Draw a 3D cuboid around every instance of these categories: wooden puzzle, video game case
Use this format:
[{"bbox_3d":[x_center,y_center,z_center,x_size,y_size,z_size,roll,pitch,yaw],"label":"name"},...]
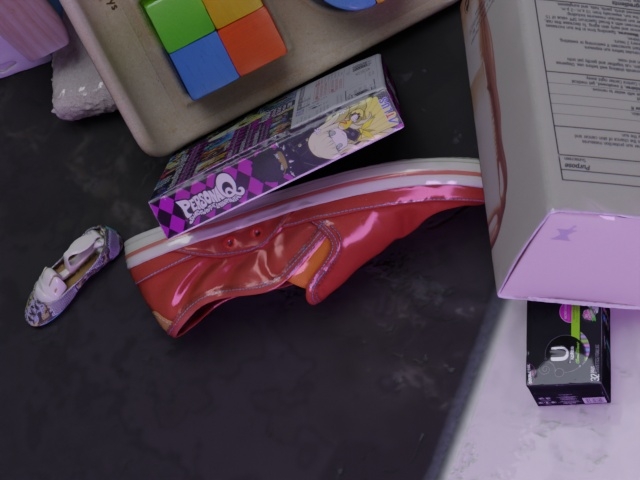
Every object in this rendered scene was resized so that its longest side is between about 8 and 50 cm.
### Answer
[{"bbox_3d":[-0.066,-0.281,1.593,0.348,0.322,0.080,-29,17,-7],"label":"wooden puzzle"},{"bbox_3d":[-0.034,-0.084,1.556,0.210,0.232,0.041,-25,101,5],"label":"video game case"}]

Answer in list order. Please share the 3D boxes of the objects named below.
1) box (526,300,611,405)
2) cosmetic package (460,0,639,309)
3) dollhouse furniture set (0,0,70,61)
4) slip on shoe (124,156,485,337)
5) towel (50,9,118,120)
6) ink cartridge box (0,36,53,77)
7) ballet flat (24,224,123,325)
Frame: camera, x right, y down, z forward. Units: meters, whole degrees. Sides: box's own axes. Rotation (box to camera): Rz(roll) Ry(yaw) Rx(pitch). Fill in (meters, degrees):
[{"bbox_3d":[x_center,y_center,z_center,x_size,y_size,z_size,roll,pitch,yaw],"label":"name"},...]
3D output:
[{"bbox_3d":[0.198,0.084,1.482,0.062,0.052,0.083,-4,66,16],"label":"box"},{"bbox_3d":[0.210,-0.104,1.478,0.153,0.129,0.296,7,55,-13],"label":"cosmetic package"},{"bbox_3d":[-0.204,-0.352,1.620,0.303,0.286,0.198,-25,50,20],"label":"dollhouse furniture set"},{"bbox_3d":[0.000,0.000,1.566,0.331,0.123,0.101,-17,87,9],"label":"slip on shoe"},{"bbox_3d":[-0.168,-0.249,1.767,0.187,0.049,0.282,-12,62,15],"label":"towel"},{"bbox_3d":[-0.322,-0.236,1.803,0.109,0.063,0.150,-17,61,10],"label":"ink cartridge box"},{"bbox_3d":[-0.227,0.027,1.660,0.114,0.041,0.041,-45,60,-5],"label":"ballet flat"}]
